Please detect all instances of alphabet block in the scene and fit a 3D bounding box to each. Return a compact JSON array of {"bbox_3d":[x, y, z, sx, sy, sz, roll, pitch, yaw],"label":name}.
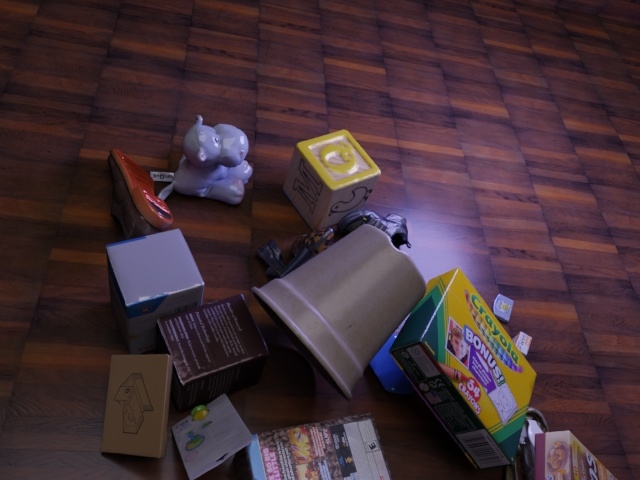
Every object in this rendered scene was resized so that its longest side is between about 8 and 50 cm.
[{"bbox_3d":[0.027,-0.176,1.734,0.193,0.197,0.193,-24,65,-30],"label":"alphabet block"}]

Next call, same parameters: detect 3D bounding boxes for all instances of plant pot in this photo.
[{"bbox_3d":[0.064,0.140,1.357,0.305,0.333,0.334,-40,72,-11],"label":"plant pot"}]

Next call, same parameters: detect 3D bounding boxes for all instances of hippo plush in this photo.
[{"bbox_3d":[-0.322,-0.250,1.653,0.295,0.236,0.234,-1,55,-18],"label":"hippo plush"}]

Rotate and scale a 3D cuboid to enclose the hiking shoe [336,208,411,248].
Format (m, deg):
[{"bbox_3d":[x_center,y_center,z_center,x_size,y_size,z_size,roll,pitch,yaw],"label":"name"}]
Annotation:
[{"bbox_3d":[0.161,-0.025,1.733,0.227,0.086,0.114,1,51,-18],"label":"hiking shoe"}]

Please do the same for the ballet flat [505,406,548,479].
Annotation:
[{"bbox_3d":[0.497,0.555,1.382,0.123,0.123,0.348,13,52,-8],"label":"ballet flat"}]

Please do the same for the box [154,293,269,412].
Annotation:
[{"bbox_3d":[-0.250,0.254,1.338,0.203,0.168,0.167,-15,59,-27],"label":"box"}]

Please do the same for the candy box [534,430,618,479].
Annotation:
[{"bbox_3d":[0.586,0.580,1.311,0.316,0.088,0.182,44,44,-27],"label":"candy box"}]

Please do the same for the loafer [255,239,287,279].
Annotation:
[{"bbox_3d":[-0.117,0.080,1.592,0.061,0.062,0.170,-27,62,-7],"label":"loafer"}]

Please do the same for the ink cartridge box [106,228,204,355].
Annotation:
[{"bbox_3d":[-0.381,0.122,1.356,0.171,0.232,0.168,-15,58,-27],"label":"ink cartridge box"}]

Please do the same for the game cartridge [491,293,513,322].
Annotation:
[{"bbox_3d":[0.531,0.196,1.729,0.056,0.017,0.083,24,50,6],"label":"game cartridge"}]

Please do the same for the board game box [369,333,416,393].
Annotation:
[{"bbox_3d":[0.193,0.322,1.517,0.133,0.033,0.168,-19,56,-23],"label":"board game box"}]

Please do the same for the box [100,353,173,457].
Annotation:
[{"bbox_3d":[-0.380,0.338,1.222,0.165,0.021,0.201,-6,74,27],"label":"box"}]

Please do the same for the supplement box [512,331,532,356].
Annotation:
[{"bbox_3d":[0.524,0.298,1.595,0.036,0.098,0.062,30,51,6],"label":"supplement box"}]

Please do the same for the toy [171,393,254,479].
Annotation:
[{"bbox_3d":[-0.220,0.412,1.220,0.137,0.237,0.056,-30,111,-16],"label":"toy"}]

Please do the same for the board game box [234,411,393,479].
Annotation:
[{"bbox_3d":[-0.009,0.515,1.234,0.291,0.141,0.231,-4,55,-20],"label":"board game box"}]

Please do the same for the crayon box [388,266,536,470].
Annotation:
[{"bbox_3d":[0.355,0.296,1.416,0.362,0.106,0.313,53,40,-8],"label":"crayon box"}]

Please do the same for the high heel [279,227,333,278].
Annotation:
[{"bbox_3d":[0.000,0.000,1.570,0.093,0.186,0.261,44,28,-4],"label":"high heel"}]

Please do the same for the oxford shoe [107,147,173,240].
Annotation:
[{"bbox_3d":[-0.517,-0.122,1.568,0.133,0.130,0.363,-44,47,7],"label":"oxford shoe"}]
